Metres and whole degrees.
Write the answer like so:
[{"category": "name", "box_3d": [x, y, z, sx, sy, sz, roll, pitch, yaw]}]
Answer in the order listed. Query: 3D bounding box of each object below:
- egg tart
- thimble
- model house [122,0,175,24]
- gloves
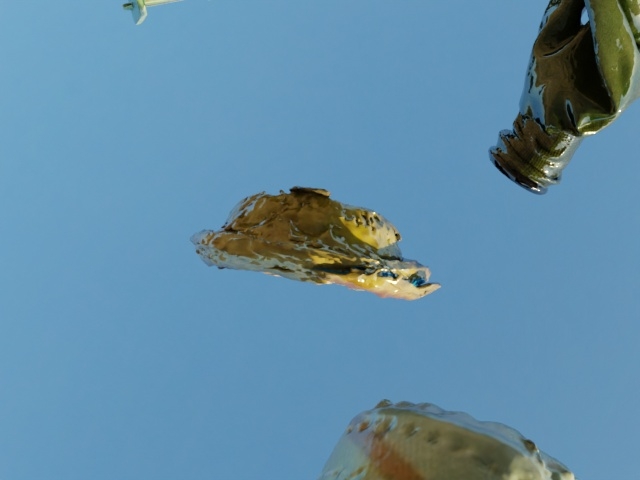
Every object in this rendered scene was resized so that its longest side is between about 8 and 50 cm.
[{"category": "egg tart", "box_3d": [0.000, 0.000, 1.050, 0.291, 0.291, 0.107, 8, -92, 16]}, {"category": "thimble", "box_3d": [0.123, 0.275, 0.854, 0.288, 0.254, 0.167, -2, -133, 52]}, {"category": "model house", "box_3d": [-0.159, -0.490, 1.315, 0.324, 0.340, 0.300, -15, -78, -10]}, {"category": "gloves", "box_3d": [0.242, -0.167, 0.836, 0.107, 0.268, 0.135, 2, -145, -25]}]
